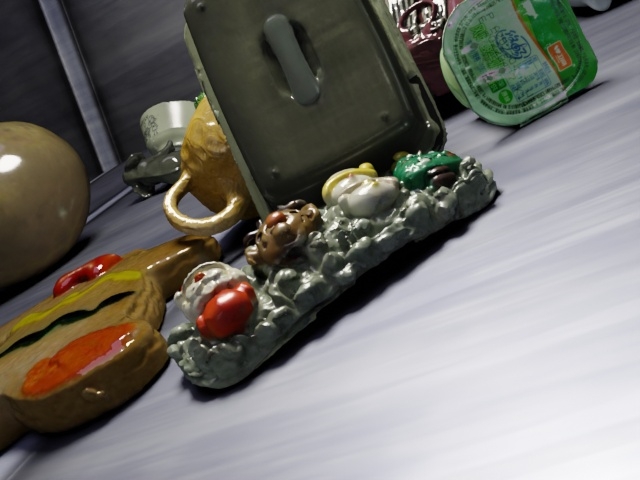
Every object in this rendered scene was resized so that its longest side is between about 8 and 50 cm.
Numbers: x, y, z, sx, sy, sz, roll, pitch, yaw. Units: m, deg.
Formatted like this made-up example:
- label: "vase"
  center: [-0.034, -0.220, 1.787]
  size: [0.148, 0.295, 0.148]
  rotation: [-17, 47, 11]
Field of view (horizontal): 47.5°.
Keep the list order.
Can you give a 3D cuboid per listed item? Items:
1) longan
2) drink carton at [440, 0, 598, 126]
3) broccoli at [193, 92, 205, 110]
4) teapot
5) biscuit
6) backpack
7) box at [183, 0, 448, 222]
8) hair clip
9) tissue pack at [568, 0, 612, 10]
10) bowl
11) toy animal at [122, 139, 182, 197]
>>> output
- label: "longan"
  center: [-0.691, -0.074, 1.580]
  size: [0.404, 0.336, 0.404]
  rotation: [-27, 29, 16]
- label: "drink carton"
  center: [0.205, -0.209, 0.837]
  size: [0.144, 0.146, 0.142]
  rotation: [-29, 8, 1]
- label: "broccoli"
  center: [-0.110, -0.335, 1.534]
  size: [0.307, 0.275, 0.308]
  rotation: [-14, -11, -3]
- label: "teapot"
  center: [-0.077, -0.106, 0.969]
  size: [0.167, 0.203, 0.311]
  rotation: [27, 51, 18]
- label: "biscuit"
  center: [-0.307, 0.114, 0.841]
  size: [0.368, 0.076, 0.394]
  rotation: [-25, 17, 13]
- label: "backpack"
  center: [0.159, -0.316, 1.088]
  size: [0.283, 0.197, 0.317]
  rotation: [-10, 26, 18]
- label: "box"
  center: [-0.011, -0.171, 0.790]
  size: [0.220, 0.291, 0.166]
  rotation: [-27, -11, 9]
- label: "hair clip"
  center: [0.000, -0.002, 0.633]
  size: [0.321, 0.091, 0.138]
  rotation: [-36, 20, -17]
- label: "tissue pack"
  center: [0.467, -0.501, 1.101]
  size: [0.333, 0.236, 0.229]
  rotation: [-26, 8, 13]
- label: "bowl"
  center: [-0.379, -0.272, 1.956]
  size: [0.211, 0.211, 0.112]
  rotation: [-21, 61, 27]
- label: "toy animal"
  center: [-0.405, -0.190, 1.832]
  size: [0.245, 0.115, 0.146]
  rotation: [-15, 21, 42]
